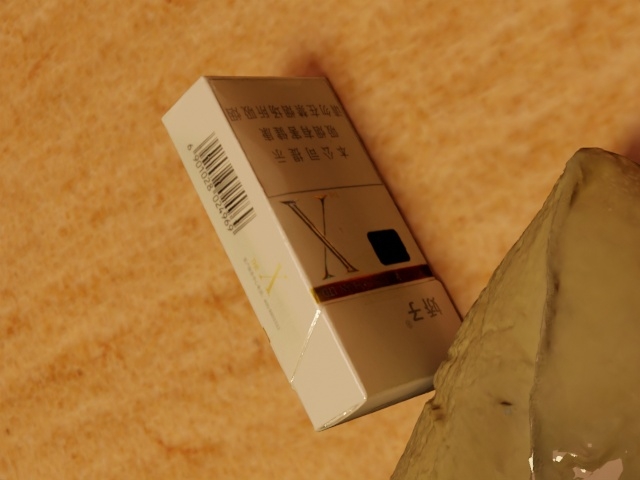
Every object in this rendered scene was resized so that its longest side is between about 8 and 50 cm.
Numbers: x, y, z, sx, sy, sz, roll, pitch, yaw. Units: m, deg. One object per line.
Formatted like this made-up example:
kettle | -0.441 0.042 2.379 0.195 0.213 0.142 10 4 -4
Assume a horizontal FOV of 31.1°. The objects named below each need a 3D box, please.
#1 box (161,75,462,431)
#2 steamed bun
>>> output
box | 0.000 0.000 0.501 0.040 0.084 0.154 -39 71 34
steamed bun | 0.095 0.116 0.415 0.212 0.110 0.231 -46 68 29
